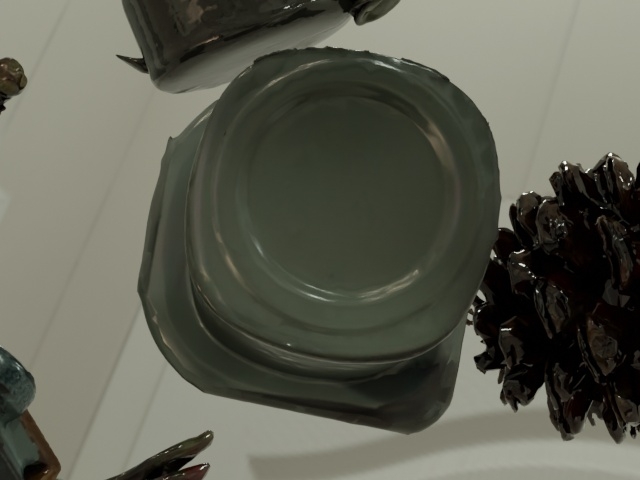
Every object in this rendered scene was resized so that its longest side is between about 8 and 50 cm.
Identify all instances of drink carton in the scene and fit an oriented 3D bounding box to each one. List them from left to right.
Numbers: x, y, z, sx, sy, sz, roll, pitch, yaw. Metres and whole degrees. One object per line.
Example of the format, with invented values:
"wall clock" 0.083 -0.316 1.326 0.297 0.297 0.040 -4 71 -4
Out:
"drink carton" 0.000 0.000 0.727 0.191 0.185 0.189 14 -4 -2

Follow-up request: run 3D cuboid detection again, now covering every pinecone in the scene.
"pinecone" 0.201 0.048 1.016 0.222 0.221 0.221 16 -26 8

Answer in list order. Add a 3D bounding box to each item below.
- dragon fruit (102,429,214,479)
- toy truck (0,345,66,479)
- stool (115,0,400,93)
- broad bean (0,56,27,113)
"dragon fruit" -0.073 0.157 0.318 0.274 0.193 0.192 36 -58 -2
"toy truck" -0.259 0.142 0.891 0.162 0.136 0.305 11 -43 35
"stool" -0.045 -0.197 1.023 0.228 0.139 0.153 -21 -2 -11
"broad bean" -0.261 -0.038 0.678 0.298 0.043 0.060 -13 0 15
